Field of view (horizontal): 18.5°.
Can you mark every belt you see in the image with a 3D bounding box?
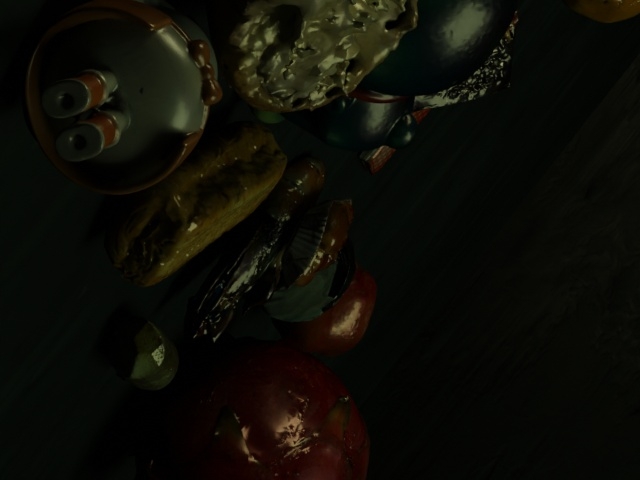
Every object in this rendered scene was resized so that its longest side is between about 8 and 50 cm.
[{"bbox_3d":[-0.018,0.040,2.400,0.140,0.105,0.058,-43,169,4],"label":"belt"}]

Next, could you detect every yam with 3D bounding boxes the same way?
[{"bbox_3d":[-0.190,0.121,2.072,0.069,0.070,0.146,-51,169,-5],"label":"yam"}]

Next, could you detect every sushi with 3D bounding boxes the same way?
[{"bbox_3d":[0.123,-0.230,2.027,0.172,0.153,0.150,-3,118,-19],"label":"sushi"}]

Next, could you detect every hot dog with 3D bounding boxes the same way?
[{"bbox_3d":[0.000,0.000,2.250,0.108,0.059,0.191,-60,177,13],"label":"hot dog"}]

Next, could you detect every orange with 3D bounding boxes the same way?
[{"bbox_3d":[0.380,-0.362,2.598,0.154,0.155,0.134,-58,177,25],"label":"orange"}]

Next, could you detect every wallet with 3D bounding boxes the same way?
[{"bbox_3d":[0.120,-0.168,2.508,0.196,0.020,0.103,-51,168,-4],"label":"wallet"}]

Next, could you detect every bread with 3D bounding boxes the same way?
[{"bbox_3d":[-0.116,-0.039,1.835,0.114,0.083,0.211,-53,169,33],"label":"bread"},{"bbox_3d":[0.002,-0.231,1.564,0.274,0.149,0.274,-45,163,-18],"label":"bread"}]

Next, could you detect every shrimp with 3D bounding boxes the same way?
[{"bbox_3d":[-0.081,0.034,2.244,0.290,0.054,0.222,-54,171,-35],"label":"shrimp"}]

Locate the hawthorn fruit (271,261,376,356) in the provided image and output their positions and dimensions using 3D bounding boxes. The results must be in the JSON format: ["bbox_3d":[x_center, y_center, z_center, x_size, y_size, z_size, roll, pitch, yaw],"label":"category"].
[{"bbox_3d":[0.007,0.079,2.542,0.138,0.133,0.133,-58,167,16],"label":"hawthorn fruit"}]

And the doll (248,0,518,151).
[{"bbox_3d":[0.071,-0.206,1.817,0.198,0.186,0.322,-43,168,-39],"label":"doll"}]

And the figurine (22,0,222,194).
[{"bbox_3d":[-0.128,-0.119,1.447,0.271,0.143,0.143,-31,156,-55],"label":"figurine"}]

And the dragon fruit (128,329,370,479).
[{"bbox_3d":[-0.082,0.270,2.382,0.295,0.296,0.301,112,-9,-53],"label":"dragon fruit"}]
